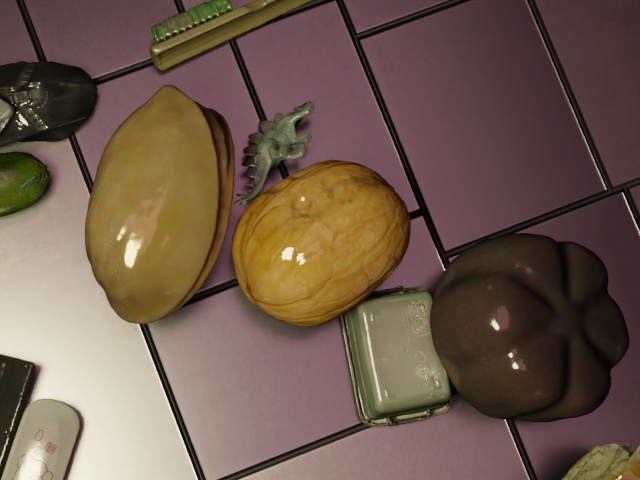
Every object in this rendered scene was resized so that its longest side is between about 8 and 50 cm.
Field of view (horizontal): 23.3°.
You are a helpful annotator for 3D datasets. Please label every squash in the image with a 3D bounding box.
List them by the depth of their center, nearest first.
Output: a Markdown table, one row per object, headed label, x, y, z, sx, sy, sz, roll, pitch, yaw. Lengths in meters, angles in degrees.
| label | x | y | z | sx | sy | sz | roll | pitch | yaw |
| --- | --- | --- | --- | --- | --- | --- | --- | --- | --- |
| squash | -0.497 | -0.051 | 1.919 | 0.332 | 0.087 | 0.087 | -8 | 82 | -6 |

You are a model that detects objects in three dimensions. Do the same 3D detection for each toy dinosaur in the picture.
| label | x | y | z | sx | sy | sz | roll | pitch | yaw |
| --- | --- | --- | --- | --- | --- | --- | --- | --- | --- |
| toy dinosaur | -0.064 | -0.108 | 1.955 | 0.039 | 0.082 | 0.209 | 58 | 43 | -31 |

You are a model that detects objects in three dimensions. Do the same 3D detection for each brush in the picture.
| label | x | y | z | sx | sy | sz | roll | pitch | yaw |
| --- | --- | --- | --- | --- | --- | --- | --- | --- | --- |
| brush | -0.092 | -0.300 | 2.004 | 0.282 | 0.054 | 0.048 | -25 | 71 | -8 |

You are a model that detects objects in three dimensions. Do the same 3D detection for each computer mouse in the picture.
| label | x | y | z | sx | sy | sz | roll | pitch | yaw |
| --- | --- | --- | --- | --- | --- | --- | --- | --- | --- |
| computer mouse | -0.375 | -0.173 | 1.956 | 0.192 | 0.062 | 0.105 | -13 | 82 | -8 |

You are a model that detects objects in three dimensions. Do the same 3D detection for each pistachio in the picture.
| label | x | y | z | sx | sy | sz | roll | pitch | yaw |
| --- | --- | --- | --- | --- | --- | --- | --- | --- | --- |
| pistachio | -0.196 | -0.039 | 1.892 | 0.182 | 0.162 | 0.293 | 5 | 69 | 29 |

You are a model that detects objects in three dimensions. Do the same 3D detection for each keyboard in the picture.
| label | x | y | z | sx | sy | sz | roll | pitch | yaw |
| --- | --- | --- | --- | --- | --- | --- | --- | --- | --- |
| keyboard | -0.440 | 0.320 | 1.874 | 0.103 | 0.041 | 0.381 | 11 | 72 | 28 |

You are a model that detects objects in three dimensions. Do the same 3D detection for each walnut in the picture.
| label | x | y | z | sx | sy | sz | roll | pitch | yaw |
| --- | --- | --- | --- | --- | --- | --- | --- | --- | --- |
| walnut | 0.000 | 0.000 | 1.896 | 0.226 | 0.193 | 0.193 | -35 | 85 | -5 |

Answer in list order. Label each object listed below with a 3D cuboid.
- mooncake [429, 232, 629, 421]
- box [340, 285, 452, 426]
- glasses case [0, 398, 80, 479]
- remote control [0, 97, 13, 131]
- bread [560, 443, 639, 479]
| label | x | y | z | sx | sy | sz | roll | pitch | yaw |
| --- | --- | --- | --- | --- | --- | --- | --- | --- | --- |
| mooncake | 0.259 | 0.106 | 1.901 | 0.245 | 0.133 | 0.245 | 11 | 71 | -35 |
| box | 0.099 | 0.140 | 1.930 | 0.124 | 0.093 | 0.172 | -11 | 82 | -7 |
| glasses case | -0.349 | 0.288 | 1.893 | 0.074 | 0.049 | 0.193 | 17 | 79 | -1 |
| remote control | -0.460 | -0.189 | 1.937 | 0.184 | 0.027 | 0.050 | 32 | 86 | 23 |
| bread | 0.366 | 0.396 | 1.848 | 0.279 | 0.225 | 0.250 | 42 | 86 | -9 |
